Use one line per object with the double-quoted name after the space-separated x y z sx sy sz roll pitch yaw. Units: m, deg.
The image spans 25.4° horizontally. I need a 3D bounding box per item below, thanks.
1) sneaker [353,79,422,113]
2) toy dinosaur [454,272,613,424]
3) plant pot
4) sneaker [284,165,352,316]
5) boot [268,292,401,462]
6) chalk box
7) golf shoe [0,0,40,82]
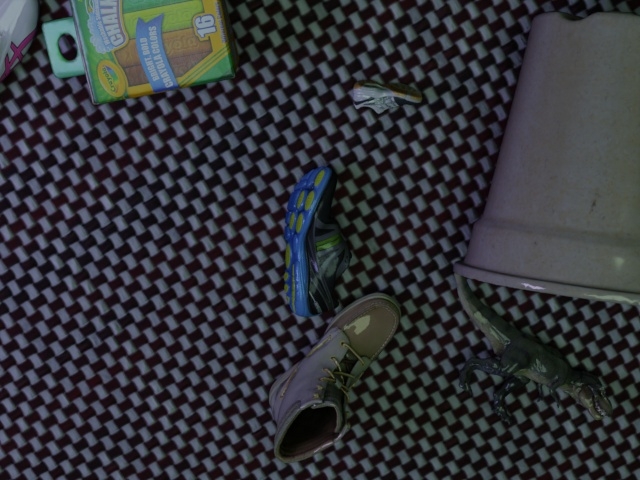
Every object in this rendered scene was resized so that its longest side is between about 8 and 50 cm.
0.079 -0.169 1.706 0.083 0.032 0.037 9 118 0 "sneaker"
0.238 0.158 1.784 0.268 0.064 0.118 38 94 -9 "toy dinosaur"
0.334 -0.094 1.606 0.333 0.334 0.306 7 94 -4 "plant pot"
0.000 0.000 1.735 0.078 0.067 0.188 -2 104 -24 "sneaker"
0.021 0.167 1.719 0.213 0.165 0.077 -44 103 10 "boot"
-0.210 -0.236 1.619 0.213 0.132 0.132 -12 105 1 "chalk box"
-0.384 -0.214 1.643 0.067 0.086 0.186 31 100 -8 "golf shoe"
